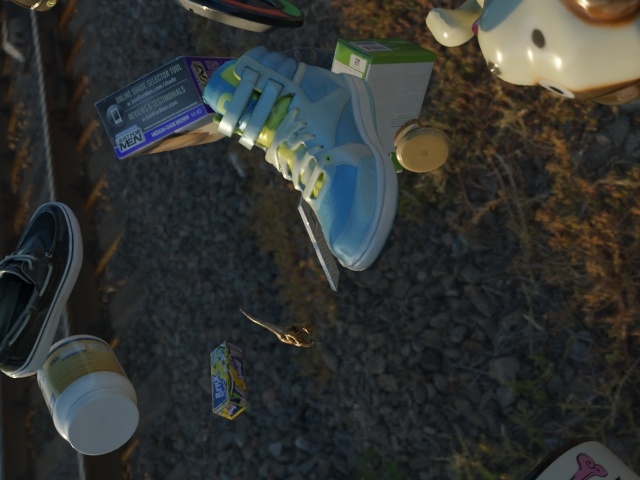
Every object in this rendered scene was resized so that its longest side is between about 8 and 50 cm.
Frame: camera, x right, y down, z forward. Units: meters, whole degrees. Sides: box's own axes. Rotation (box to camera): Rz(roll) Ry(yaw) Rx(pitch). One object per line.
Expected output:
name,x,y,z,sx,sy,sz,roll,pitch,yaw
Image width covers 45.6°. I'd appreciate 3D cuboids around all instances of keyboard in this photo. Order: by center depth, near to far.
keyboard,0.000,0.000,1.717,0.014,0.256,0.072,-8,36,20

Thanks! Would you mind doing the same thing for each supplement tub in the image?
supplement tub,-0.415,0.273,1.362,0.200,0.144,0.144,38,115,51

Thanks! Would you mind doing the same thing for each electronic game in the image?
electronic game,-0.132,-0.354,1.098,0.229,0.229,0.048,51,128,49

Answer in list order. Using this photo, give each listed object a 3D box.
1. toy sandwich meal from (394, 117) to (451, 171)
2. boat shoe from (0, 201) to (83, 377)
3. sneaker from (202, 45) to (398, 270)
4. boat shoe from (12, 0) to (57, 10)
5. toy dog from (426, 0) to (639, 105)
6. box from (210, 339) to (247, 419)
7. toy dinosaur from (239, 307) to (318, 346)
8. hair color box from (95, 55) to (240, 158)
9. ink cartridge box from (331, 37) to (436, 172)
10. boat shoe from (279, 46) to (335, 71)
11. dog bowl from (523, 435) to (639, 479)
toy sandwich meal,0.141,-0.132,1.064,0.085,0.086,0.029,-54,27,37
boat shoe,-0.519,0.073,1.365,0.121,0.119,0.335,-3,66,18
sneaker,-0.035,-0.104,0.874,0.127,0.208,0.319,-58,27,34
boat shoe,-0.221,-0.310,0.673,0.081,0.069,0.227,46,107,29
toy dog,0.289,-0.345,0.899,0.284,0.396,0.407,65,-155,-59
box,-0.208,0.314,1.721,0.059,0.054,0.168,-41,36,26
toy dinosaur,-0.083,0.218,1.791,0.112,0.211,0.064,-19,49,47
hair color box,-0.211,-0.239,1.339,0.185,0.339,0.110,-22,92,23
ink cartridge box,0.101,-0.256,1.486,0.097,0.189,0.255,37,126,36
boat shoe,0.036,-0.386,1.817,0.130,0.356,0.132,-3,-87,-82
dog bowl,0.377,0.508,1.130,0.150,0.408,0.407,26,105,41
